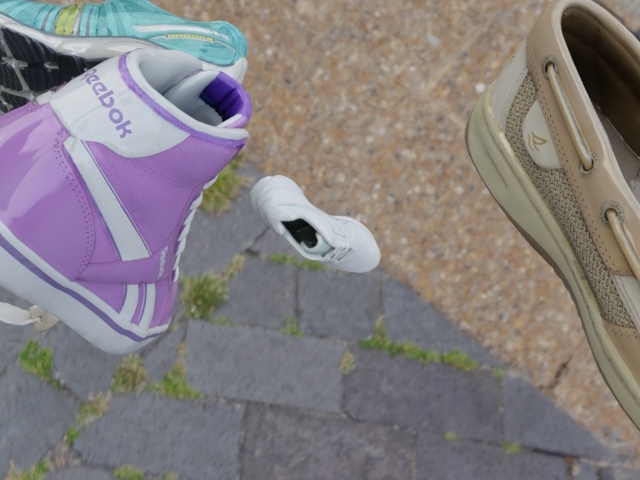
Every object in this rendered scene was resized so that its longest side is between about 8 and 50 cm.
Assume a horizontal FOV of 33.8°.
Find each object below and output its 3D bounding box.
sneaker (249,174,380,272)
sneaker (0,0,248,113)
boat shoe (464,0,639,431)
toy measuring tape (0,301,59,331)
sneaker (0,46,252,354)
[{"bbox_3d":[0.000,0.000,0.949,0.152,0.054,0.061,29,21,-37],"label":"sneaker"},{"bbox_3d":[-0.189,-0.154,0.867,0.275,0.107,0.110,14,49,15],"label":"sneaker"},{"bbox_3d":[0.202,0.014,0.560,0.121,0.110,0.341,-20,63,-32],"label":"boat shoe"},{"bbox_3d":[-0.350,-0.026,0.815,0.330,0.121,0.121,17,58,-5],"label":"toy measuring tape"},{"bbox_3d":[-0.097,-0.020,0.623,0.161,0.282,0.102,-35,77,-3],"label":"sneaker"}]
